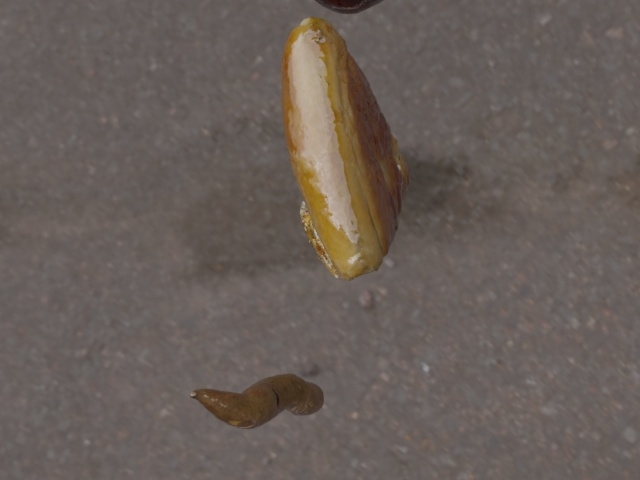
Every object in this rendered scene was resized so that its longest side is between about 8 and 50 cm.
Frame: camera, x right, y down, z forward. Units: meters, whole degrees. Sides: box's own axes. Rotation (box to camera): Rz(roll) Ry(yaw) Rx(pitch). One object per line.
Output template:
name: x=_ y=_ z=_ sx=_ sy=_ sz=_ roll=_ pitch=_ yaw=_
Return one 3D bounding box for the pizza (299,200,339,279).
pizza: x=0.000 y=0.000 z=1.320 sx=0.016 sy=0.037 sz=0.083 roll=-24 pitch=79 yaw=-18

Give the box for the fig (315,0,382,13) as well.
fig: x=0.050 y=-0.366 z=1.846 sx=0.149 sy=0.202 sz=0.148 roll=-39 pitch=30 yaw=13

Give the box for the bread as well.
bread: x=0.015 y=-0.033 z=0.816 sx=0.054 sy=0.154 sz=0.136 roll=-17 pitch=52 yaw=17

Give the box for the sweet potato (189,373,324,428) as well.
sweet potato: x=-0.079 y=0.223 z=1.924 sx=0.059 sy=0.281 sz=0.067 roll=-19 pitch=81 yaw=26
